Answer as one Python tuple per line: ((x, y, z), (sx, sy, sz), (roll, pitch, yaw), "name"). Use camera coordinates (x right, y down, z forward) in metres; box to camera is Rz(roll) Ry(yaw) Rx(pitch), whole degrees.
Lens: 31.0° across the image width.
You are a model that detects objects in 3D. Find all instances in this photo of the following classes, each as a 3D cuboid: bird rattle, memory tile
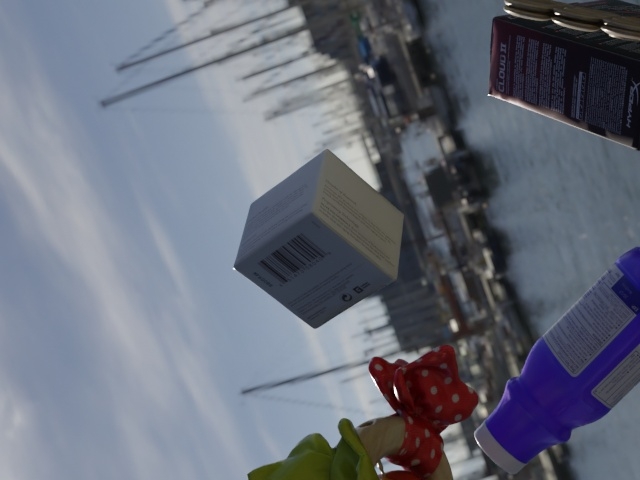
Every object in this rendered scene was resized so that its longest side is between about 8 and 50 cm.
((0.059, 0.223, 1.075), (0.253, 0.143, 0.207), (-28, -75, -53), "bird rattle")
((0.218, -0.162, 0.865), (0.113, 0.148, 0.012), (-27, -50, -64), "memory tile")

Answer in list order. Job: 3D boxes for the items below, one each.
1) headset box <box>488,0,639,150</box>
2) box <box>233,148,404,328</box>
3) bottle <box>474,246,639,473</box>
((0.368, -0.220, 1.443), (0.293, 0.218, 0.110), (31, 128, 49), "headset box")
((0.000, 0.000, 0.980), (0.102, 0.101, 0.087), (39, -143, -24), "box")
((0.289, 0.139, 1.271), (0.092, 0.283, 0.118), (37, -167, -21), "bottle")
